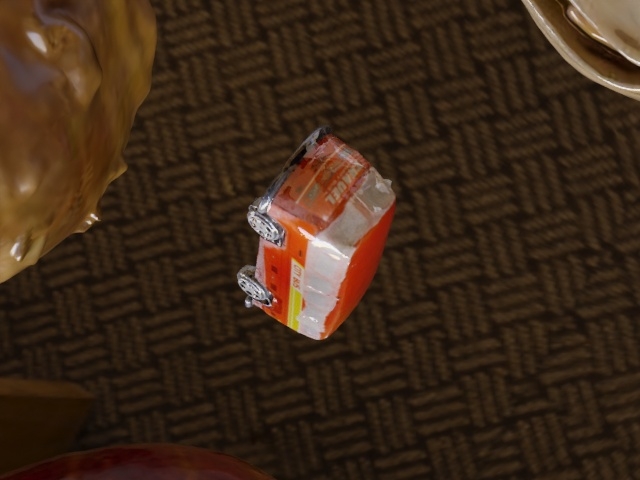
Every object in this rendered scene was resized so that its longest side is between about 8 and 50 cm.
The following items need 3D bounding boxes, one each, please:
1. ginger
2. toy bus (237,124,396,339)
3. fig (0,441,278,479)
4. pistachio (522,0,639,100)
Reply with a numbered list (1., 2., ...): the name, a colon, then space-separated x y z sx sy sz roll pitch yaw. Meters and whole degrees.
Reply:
1. ginger: -0.201 -0.076 0.690 0.223 0.200 0.269 50 144 -13
2. toy bus: 0.000 0.000 0.958 0.077 0.174 0.079 37 67 10
3. fig: -0.052 0.147 0.387 0.205 0.205 0.205 -1 86 17
4. pistachio: 0.191 -0.165 0.912 0.223 0.126 0.152 40 60 10
